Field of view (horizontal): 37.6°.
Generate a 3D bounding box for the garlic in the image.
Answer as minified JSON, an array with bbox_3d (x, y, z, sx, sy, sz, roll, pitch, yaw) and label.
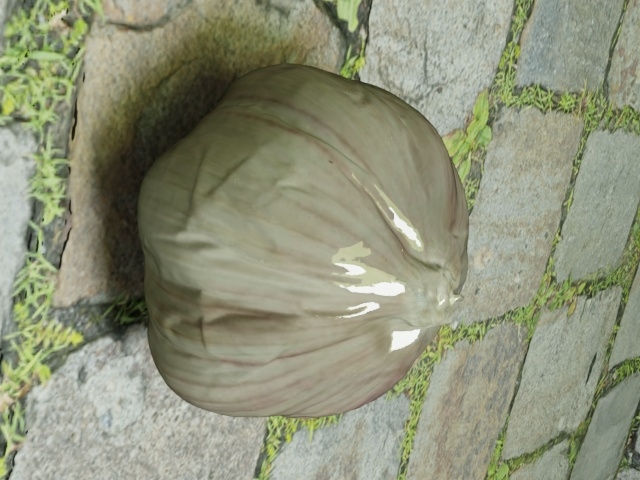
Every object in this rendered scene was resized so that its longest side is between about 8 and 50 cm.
[{"bbox_3d":[0.000,0.000,0.792,0.317,0.259,0.317,-29,133,-37],"label":"garlic"}]
